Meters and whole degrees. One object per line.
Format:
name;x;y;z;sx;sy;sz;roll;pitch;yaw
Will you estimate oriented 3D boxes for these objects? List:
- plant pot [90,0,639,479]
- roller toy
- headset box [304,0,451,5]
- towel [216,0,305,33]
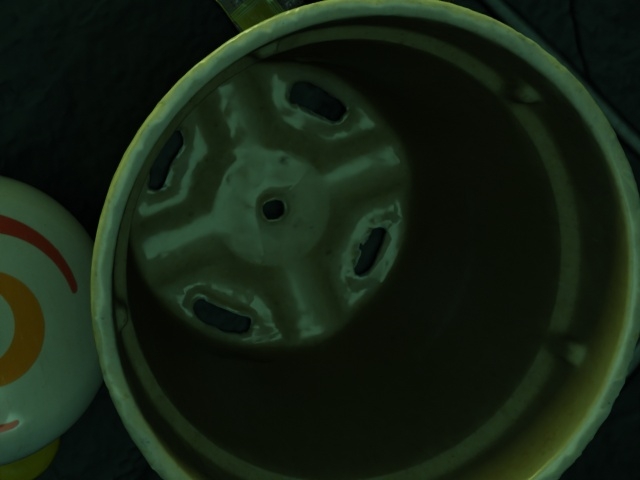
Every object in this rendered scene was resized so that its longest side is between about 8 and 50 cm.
plant pot;0.000;0.000;1.276;0.334;0.305;0.333;-2;100;-13
roller toy;-0.240;0.051;1.308;0.209;0.146;0.191;27;82;-21
headset box;0.083;-0.254;1.262;0.218;0.293;0.110;-42;106;-8
towel;-0.037;-0.185;1.394;0.083;0.009;0.060;-37;105;-6
